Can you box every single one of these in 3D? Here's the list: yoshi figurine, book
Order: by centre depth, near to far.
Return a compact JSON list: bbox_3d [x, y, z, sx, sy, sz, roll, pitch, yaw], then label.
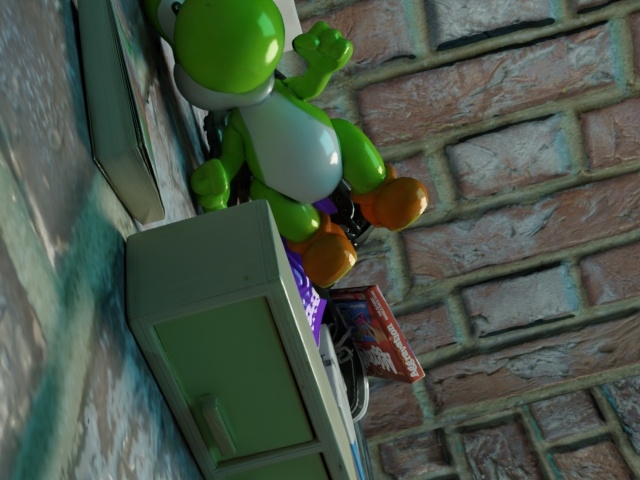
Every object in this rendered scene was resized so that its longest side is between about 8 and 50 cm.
[{"bbox_3d":[-0.142,-0.095,0.779,0.096,0.035,0.144,79,-4,-62],"label":"book"},{"bbox_3d":[-0.047,-0.128,1.127,0.362,0.203,0.203,51,43,-16],"label":"yoshi figurine"}]

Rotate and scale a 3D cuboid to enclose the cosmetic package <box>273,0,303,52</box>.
[{"bbox_3d":[-0.145,-0.465,1.671,0.385,0.156,0.217,68,5,-65],"label":"cosmetic package"}]

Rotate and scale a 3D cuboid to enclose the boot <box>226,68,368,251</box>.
[{"bbox_3d":[-0.066,-0.139,1.675,0.348,0.131,0.260,59,-1,-25],"label":"boot"}]

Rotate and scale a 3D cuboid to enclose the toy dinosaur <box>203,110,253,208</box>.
[{"bbox_3d":[-0.107,-0.089,1.342,0.118,0.064,0.268,19,61,-85],"label":"toy dinosaur"}]

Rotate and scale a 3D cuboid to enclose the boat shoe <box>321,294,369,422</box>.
[{"bbox_3d":[-0.004,0.139,1.583,0.105,0.113,0.306,-117,-169,-78],"label":"boat shoe"}]

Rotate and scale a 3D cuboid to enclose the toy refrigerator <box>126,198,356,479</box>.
[{"bbox_3d":[-0.048,0.110,0.784,0.094,0.102,0.269,-103,178,-49],"label":"toy refrigerator"}]

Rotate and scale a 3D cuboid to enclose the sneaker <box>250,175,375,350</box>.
[{"bbox_3d":[0.000,0.000,1.300,0.102,0.146,0.293,28,57,-79],"label":"sneaker"}]

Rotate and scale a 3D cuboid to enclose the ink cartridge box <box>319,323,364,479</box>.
[{"bbox_3d":[-0.003,0.224,1.457,0.190,0.082,0.139,-104,179,-60],"label":"ink cartridge box"}]

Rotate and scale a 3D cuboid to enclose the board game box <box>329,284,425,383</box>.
[{"bbox_3d":[0.066,0.138,1.622,0.145,0.027,0.281,60,-14,-3],"label":"board game box"}]
